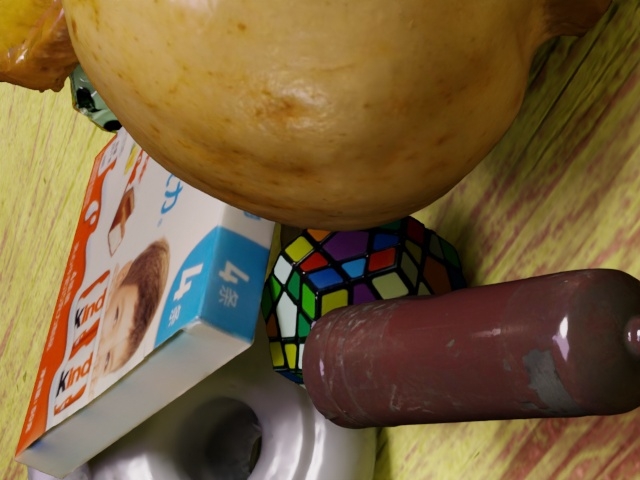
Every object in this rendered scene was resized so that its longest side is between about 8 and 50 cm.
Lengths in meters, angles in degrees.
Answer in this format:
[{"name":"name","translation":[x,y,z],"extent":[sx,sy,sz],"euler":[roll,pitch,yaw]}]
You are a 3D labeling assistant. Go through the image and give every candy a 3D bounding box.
[{"name":"candy","translation":[-0.088,-0.135,1.233],"extent":[0.305,0.091,0.083],"euler":[-6,99,50]}]

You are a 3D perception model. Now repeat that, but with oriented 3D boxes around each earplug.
[{"name":"earplug","translation":[-0.084,0.159,1.198],"extent":[0.325,0.175,0.214],"euler":[-17,62,54]}]

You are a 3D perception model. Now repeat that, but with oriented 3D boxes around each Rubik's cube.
[{"name":"Rubik's cube","translation":[0.028,0.043,1.005],"extent":[0.133,0.133,0.112],"euler":[-18,50,63]}]

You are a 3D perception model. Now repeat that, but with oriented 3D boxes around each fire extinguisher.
[{"name":"fire extinguisher","translation":[0.103,0.056,0.835],"extent":[0.267,0.089,0.072],"euler":[-12,70,52]}]

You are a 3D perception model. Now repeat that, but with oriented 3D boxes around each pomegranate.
[{"name":"pomegranate","translation":[-0.013,-0.151,0.877],"extent":[0.307,0.307,0.307],"euler":[10,101,63]}]

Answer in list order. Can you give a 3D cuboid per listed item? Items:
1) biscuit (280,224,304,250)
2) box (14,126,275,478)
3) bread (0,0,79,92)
[{"name":"biscuit","translation":[0.000,0.000,1.163],"extent":[0.120,0.015,0.120],"euler":[8,99,63]},{"name":"box","translation":[-0.107,-0.002,1.128],"extent":[0.265,0.048,0.273],"euler":[-37,34,46]},{"name":"bread","translation":[-0.199,-0.301,1.238],"extent":[0.398,0.215,0.398],"euler":[-46,27,32]}]
